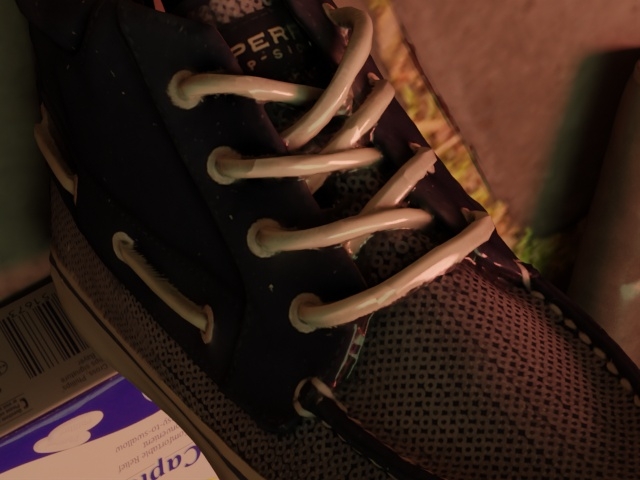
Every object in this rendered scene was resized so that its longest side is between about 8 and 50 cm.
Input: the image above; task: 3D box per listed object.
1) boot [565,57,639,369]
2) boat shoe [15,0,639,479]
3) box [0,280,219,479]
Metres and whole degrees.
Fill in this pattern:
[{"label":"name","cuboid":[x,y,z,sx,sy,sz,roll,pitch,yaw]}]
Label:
[{"label":"boot","cuboid":[0.129,0.016,0.905,0.189,0.076,0.208,-19,140,-39]},{"label":"boat shoe","cuboid":[0.000,0.000,0.634,0.127,0.340,0.158,-27,125,-28]},{"label":"box","cuboid":[-0.104,0.094,0.816,0.126,0.072,0.137,-28,135,-11]}]
